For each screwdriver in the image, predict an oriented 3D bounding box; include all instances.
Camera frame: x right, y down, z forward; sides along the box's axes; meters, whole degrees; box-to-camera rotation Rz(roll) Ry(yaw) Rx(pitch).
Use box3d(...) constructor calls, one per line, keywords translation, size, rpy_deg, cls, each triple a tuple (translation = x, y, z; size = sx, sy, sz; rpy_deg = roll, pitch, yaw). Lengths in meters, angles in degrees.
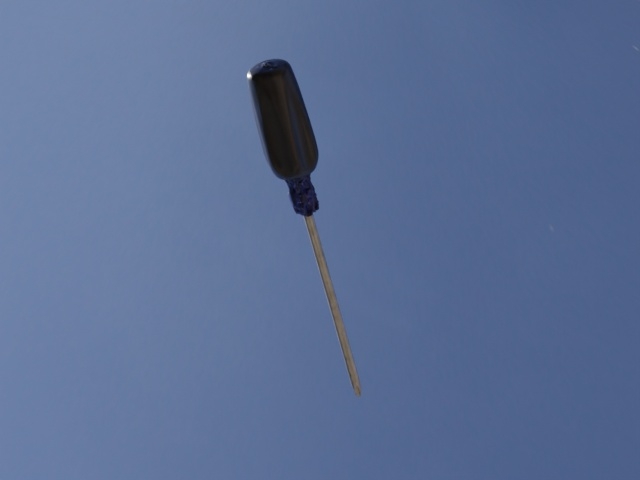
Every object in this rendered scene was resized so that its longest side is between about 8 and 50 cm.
box3d(translation=(0.000, 0.000, 0.712), size=(0.024, 0.025, 0.170), rpy_deg=(-34, -62, -31), cls="screwdriver")
